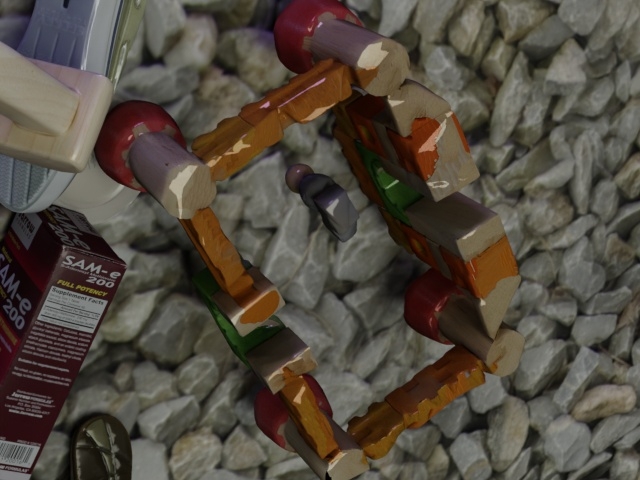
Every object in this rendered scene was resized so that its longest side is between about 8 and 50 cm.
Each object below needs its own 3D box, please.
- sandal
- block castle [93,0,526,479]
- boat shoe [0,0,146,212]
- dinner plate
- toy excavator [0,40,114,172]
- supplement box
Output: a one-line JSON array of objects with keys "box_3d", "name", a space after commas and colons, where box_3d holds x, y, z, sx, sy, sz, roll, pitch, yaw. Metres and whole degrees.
[{"box_3d": [-0.250, 0.294, 1.315, 0.090, 0.060, 0.219, -6, 98, -37], "name": "sandal"}, {"box_3d": [0.000, 0.000, 1.254, 0.303, 0.213, 0.453, -34, 122, -11], "name": "block castle"}, {"box_3d": [-0.217, -0.165, 1.108, 0.094, 0.109, 0.302, -2, 117, -60], "name": "boat shoe"}, {"box_3d": [-0.229, -0.078, 1.192, 0.141, 0.017, 0.141, -14, 116, -29], "name": "dinner plate"}, {"box_3d": [-0.372, -0.176, 0.823, 0.445, 0.433, 0.222, 21, 81, -5], "name": "toy excavator"}, {"box_3d": [-0.281, 0.094, 1.152, 0.073, 0.130, 0.239, 19, 101, -36], "name": "supplement box"}]
